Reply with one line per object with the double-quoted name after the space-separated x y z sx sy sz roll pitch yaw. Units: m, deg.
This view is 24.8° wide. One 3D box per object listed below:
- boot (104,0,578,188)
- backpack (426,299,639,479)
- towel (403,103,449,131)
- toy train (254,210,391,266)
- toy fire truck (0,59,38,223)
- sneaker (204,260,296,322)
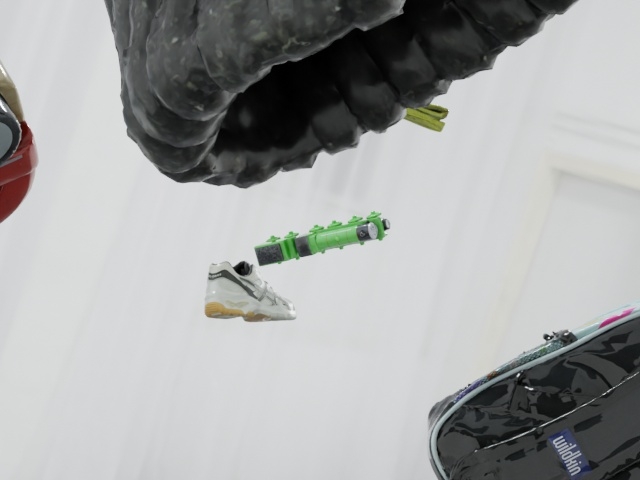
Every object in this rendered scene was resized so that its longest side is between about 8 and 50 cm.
0.025 -0.200 0.382 0.131 0.348 0.260 -5 61 -40 "boot"
0.230 0.162 1.076 0.225 0.253 0.191 60 8 4 "backpack"
-0.026 -0.127 0.948 0.237 0.021 0.102 19 13 -39 "towel"
0.000 0.000 0.816 0.083 0.017 0.023 -13 6 29 "toy train"
-0.296 -0.006 1.012 0.158 0.217 0.246 55 -19 29 "toy fire truck"
-0.040 0.031 0.894 0.032 0.037 0.083 -8 -11 28 "sneaker"
